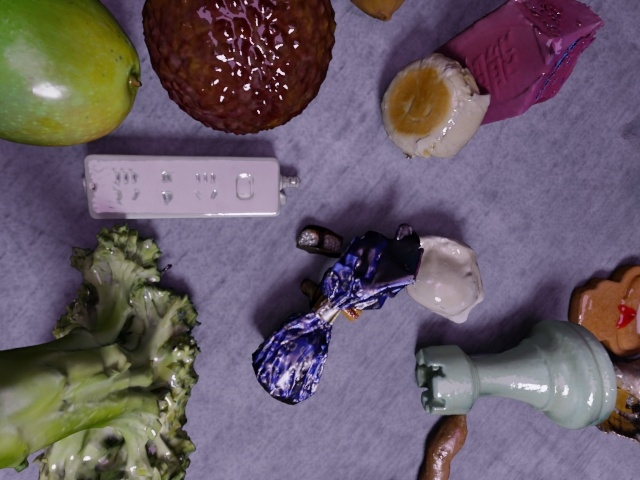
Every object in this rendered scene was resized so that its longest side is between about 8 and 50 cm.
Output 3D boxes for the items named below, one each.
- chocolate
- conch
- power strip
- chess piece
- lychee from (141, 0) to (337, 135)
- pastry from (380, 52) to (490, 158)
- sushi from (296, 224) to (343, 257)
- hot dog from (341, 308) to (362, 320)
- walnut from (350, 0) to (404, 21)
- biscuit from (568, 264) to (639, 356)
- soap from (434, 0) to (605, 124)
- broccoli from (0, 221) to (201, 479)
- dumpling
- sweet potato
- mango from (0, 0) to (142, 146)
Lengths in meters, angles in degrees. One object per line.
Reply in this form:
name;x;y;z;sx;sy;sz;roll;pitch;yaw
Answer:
chocolate;0.024;0.100;0.650;0.343;0.148;0.126;-50;143;6
conch;0.641;0.322;0.822;0.245;0.163;0.178;15;77;16
power strip;-0.197;-0.085;0.633;0.339;0.058;0.098;-2;98;-12
chess piece;0.337;0.248;0.737;0.299;0.194;0.194;-2;98;-3
lychee;-0.102;-0.278;0.538;0.261;0.260;0.260;-2;98;-12
pastry;0.178;-0.213;0.650;0.088;0.166;0.165;-13;102;-47
sushi;0.000;0.000;0.702;0.083;0.044;0.046;16;72;-15
hot dog;0.045;0.113;0.730;0.037;0.021;0.083;-43;105;-5
walnut;0.075;-0.465;0.607;0.137;0.137;0.245;-14;104;-10
biscuit;0.687;0.154;0.858;0.334;0.047;0.201;6;97;-12
soap;0.290;-0.278;0.611;0.099;0.250;0.162;-27;100;-9
broccoli;-0.280;0.208;0.490;0.275;0.397;0.353;-30;110;-5
dumpling;0.217;0.063;0.711;0.136;0.118;0.199;-44;109;0
sweet potato;0.236;0.439;0.799;0.065;0.051;0.218;23;92;-16
mango;-0.416;-0.260;0.491;0.382;0.201;0.225;29;101;-11
